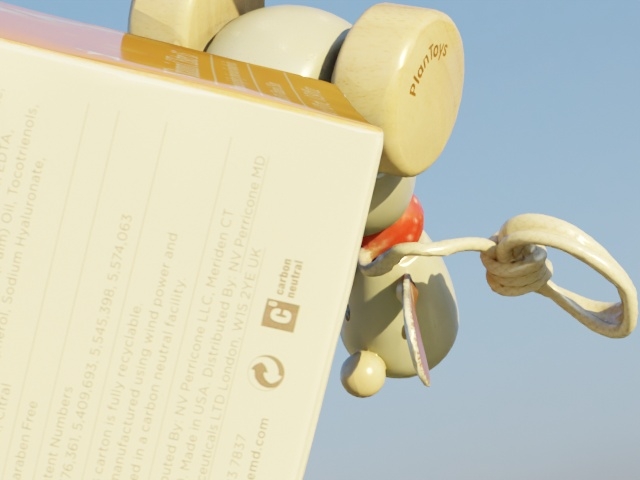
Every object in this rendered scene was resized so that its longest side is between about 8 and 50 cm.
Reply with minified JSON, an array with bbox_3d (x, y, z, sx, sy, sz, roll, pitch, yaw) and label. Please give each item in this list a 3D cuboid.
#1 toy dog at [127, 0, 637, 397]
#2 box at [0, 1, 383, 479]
[{"bbox_3d":[0.000,0.000,1.043,0.220,0.161,0.333,5,-35,45],"label":"toy dog"},{"bbox_3d":[-0.168,-0.013,0.767,0.345,0.168,0.215,13,8,-6],"label":"box"}]
